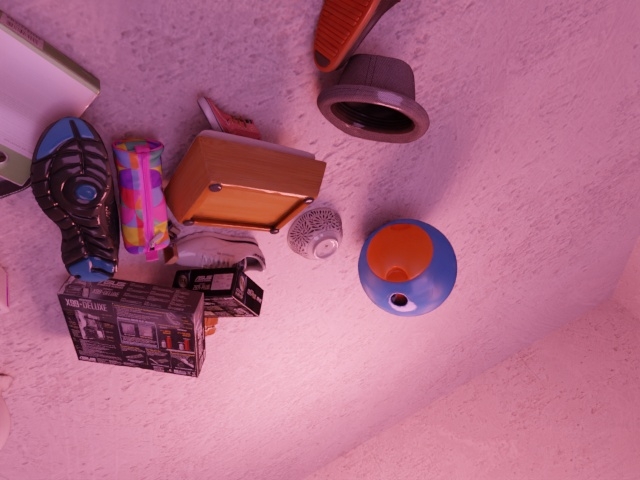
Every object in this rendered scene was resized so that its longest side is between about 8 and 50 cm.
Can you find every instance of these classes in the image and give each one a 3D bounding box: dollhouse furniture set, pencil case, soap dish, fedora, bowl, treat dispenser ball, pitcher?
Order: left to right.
[{"bbox_3d":[-0.807,0.397,1.007,0.125,0.207,0.178,-41,136,8],"label":"pitcher"},{"bbox_3d":[-0.356,-0.084,0.887,0.104,0.104,0.236,-9,118,-24],"label":"pencil case"},{"bbox_3d":[-0.344,-0.014,0.984,0.091,0.114,0.081,-40,133,10],"label":"dollhouse furniture set"},{"bbox_3d":[-0.161,-0.110,0.946,0.291,0.118,0.229,4,154,-36],"label":"soap dish"},{"bbox_3d":[0.000,0.000,1.229,0.170,0.080,0.170,-16,134,-18],"label":"bowl"},{"bbox_3d":[0.122,-0.313,0.953,0.275,0.244,0.124,16,86,-68],"label":"fedora"},{"bbox_3d":[0.254,0.080,1.302,0.288,0.288,0.288,-17,135,-18],"label":"treat dispenser ball"}]

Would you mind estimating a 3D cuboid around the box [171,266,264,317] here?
[{"bbox_3d":[-0.257,0.135,1.109,0.180,0.077,0.147,-5,150,20],"label":"box"}]

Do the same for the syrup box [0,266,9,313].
[{"bbox_3d":[-0.679,0.061,0.816,0.093,0.096,0.237,-14,150,-17],"label":"syrup box"}]

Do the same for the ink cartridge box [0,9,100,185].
[{"bbox_3d":[-0.512,-0.224,0.730,0.235,0.056,0.171,-43,137,12],"label":"ink cartridge box"}]

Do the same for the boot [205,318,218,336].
[{"bbox_3d":[-0.349,0.200,1.218,0.152,0.073,0.197,-3,129,-39],"label":"boot"}]

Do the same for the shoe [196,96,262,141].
[{"bbox_3d":[-0.181,-0.240,0.916,0.081,0.063,0.178,-33,143,-3],"label":"shoe"}]

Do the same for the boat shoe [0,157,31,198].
[{"bbox_3d":[-0.624,-0.085,0.775,0.224,0.073,0.080,-15,134,-20],"label":"boat shoe"}]

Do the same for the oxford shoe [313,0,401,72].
[{"bbox_3d":[0.119,-0.474,0.839,0.133,0.130,0.363,8,127,-48],"label":"oxford shoe"}]

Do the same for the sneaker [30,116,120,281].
[{"bbox_3d":[-0.455,-0.083,0.839,0.125,0.139,0.340,0,129,-20],"label":"sneaker"}]

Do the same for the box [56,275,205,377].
[{"bbox_3d":[-0.437,0.208,1.056,0.308,0.076,0.242,8,128,-1],"label":"box"}]

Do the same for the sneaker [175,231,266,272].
[{"bbox_3d":[-0.251,0.040,1.104,0.235,0.095,0.090,-1,130,-29],"label":"sneaker"}]
